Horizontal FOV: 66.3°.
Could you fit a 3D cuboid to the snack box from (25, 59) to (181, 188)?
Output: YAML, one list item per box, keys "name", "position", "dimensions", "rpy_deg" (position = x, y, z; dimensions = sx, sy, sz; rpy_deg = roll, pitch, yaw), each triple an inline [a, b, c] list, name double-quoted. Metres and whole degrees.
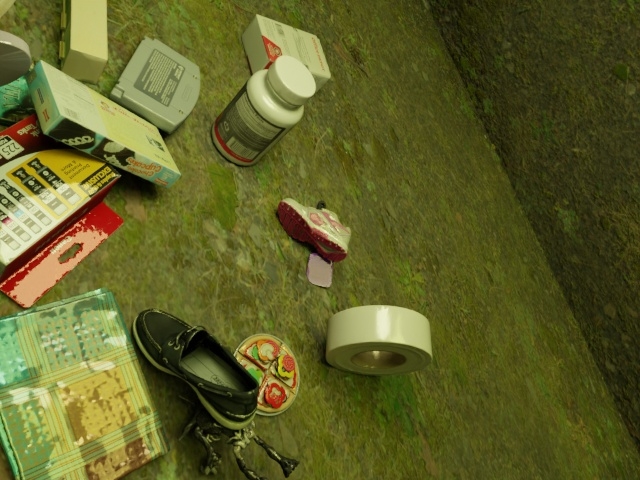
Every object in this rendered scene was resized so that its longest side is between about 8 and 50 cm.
- name: "snack box"
  position: [-0.472, -0.246, 1.095]
  dimensions: [0.187, 0.060, 0.322]
  rpy_deg: [57, 15, 29]

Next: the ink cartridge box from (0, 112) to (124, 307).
- name: "ink cartridge box"
  position: [-0.570, -0.070, 0.982]
  dimensions: [0.272, 0.130, 0.310]
  rpy_deg: [45, 44, -14]

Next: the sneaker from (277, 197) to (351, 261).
- name: "sneaker"
  position: [-0.014, -0.047, 1.466]
  dimensions: [0.252, 0.103, 0.111]
  rpy_deg: [38, 48, -7]

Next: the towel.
- name: "towel"
  position: [-0.468, 0.289, 0.933]
  dimensions: [0.271, 0.040, 0.371]
  rpy_deg: [-17, 79, -45]

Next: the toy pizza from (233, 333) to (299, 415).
- name: "toy pizza"
  position: [-0.129, 0.328, 1.215]
  dimensions: [0.201, 0.032, 0.202]
  rpy_deg: [21, 54, -32]

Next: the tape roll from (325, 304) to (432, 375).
- name: "tape roll"
  position: [0.156, 0.277, 1.318]
  dimensions: [0.286, 0.286, 0.100]
  rpy_deg: [24, 52, -30]

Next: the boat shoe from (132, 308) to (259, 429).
- name: "boat shoe"
  position: [-0.256, 0.237, 1.018]
  dimensions: [0.340, 0.113, 0.127]
  rpy_deg: [41, 37, 20]

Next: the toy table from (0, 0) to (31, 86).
- name: "toy table"
  position: [-0.720, -0.403, 0.953]
  dimensions: [0.273, 0.252, 0.161]
  rpy_deg: [-12, 80, -13]

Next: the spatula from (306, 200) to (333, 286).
- name: "spatula"
  position: [0.000, 0.000, 1.517]
  dimensions: [0.084, 0.030, 0.297]
  rpy_deg: [14, 56, -21]

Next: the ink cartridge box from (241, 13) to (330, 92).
- name: "ink cartridge box"
  position: [-0.118, -0.644, 1.721]
  dimensions: [0.272, 0.114, 0.197]
  rpy_deg: [0, 66, -41]

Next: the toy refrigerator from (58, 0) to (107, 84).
- name: "toy refrigerator"
  position: [-0.605, -0.545, 1.243]
  dimensions: [0.094, 0.102, 0.270]
  rpy_deg: [7, 63, -39]

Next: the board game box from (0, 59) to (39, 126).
- name: "board game box"
  position: [-0.699, -0.340, 1.095]
  dimensions: [0.126, 0.026, 0.187]
  rpy_deg: [6, 63, -39]

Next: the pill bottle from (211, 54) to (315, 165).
- name: "pill bottle"
  position: [-0.159, -0.362, 1.375]
  dimensions: [0.176, 0.318, 0.177]
  rpy_deg: [22, 53, -32]

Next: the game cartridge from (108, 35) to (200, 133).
- name: "game cartridge"
  position: [-0.434, -0.423, 1.336]
  dimensions: [0.198, 0.062, 0.298]
  rpy_deg: [32, 41, -28]

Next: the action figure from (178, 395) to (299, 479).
- name: "action figure"
  position: [-0.188, 0.424, 1.040]
  dimensions: [0.275, 0.141, 0.164]
  rpy_deg: [38, 49, 18]
